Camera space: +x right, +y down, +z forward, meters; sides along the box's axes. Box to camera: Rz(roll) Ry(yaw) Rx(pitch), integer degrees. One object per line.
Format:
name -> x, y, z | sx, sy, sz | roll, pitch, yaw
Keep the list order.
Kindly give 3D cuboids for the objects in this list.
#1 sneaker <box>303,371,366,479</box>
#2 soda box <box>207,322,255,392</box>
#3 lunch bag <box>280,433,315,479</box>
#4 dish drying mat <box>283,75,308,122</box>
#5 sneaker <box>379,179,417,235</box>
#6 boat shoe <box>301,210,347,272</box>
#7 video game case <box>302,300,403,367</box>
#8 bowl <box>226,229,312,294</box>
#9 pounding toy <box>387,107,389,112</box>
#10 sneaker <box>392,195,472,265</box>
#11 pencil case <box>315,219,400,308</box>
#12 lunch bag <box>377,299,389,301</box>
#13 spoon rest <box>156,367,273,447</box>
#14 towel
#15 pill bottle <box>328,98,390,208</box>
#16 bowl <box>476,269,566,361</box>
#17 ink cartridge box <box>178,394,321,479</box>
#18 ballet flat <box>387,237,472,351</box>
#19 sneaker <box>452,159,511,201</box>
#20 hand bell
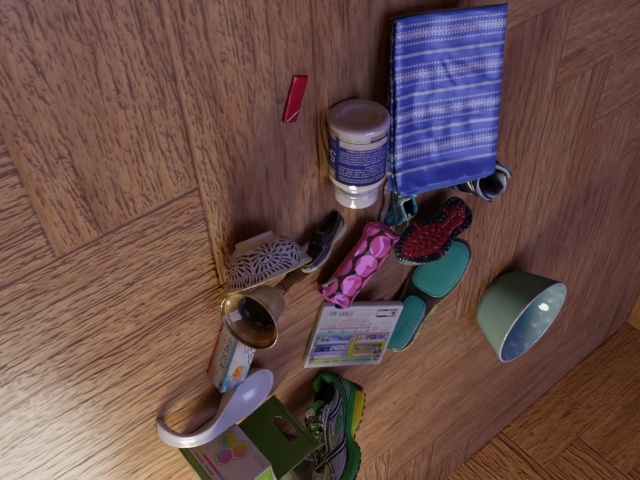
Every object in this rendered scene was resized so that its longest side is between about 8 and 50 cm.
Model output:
sneaker -> 0.010, 0.483, 1.695 | 0.146, 0.343, 0.134 | 34, 131, -25
soda box -> -0.173, 0.219, 1.408 | 0.058, 0.063, 0.183 | -8, 129, -42
lunch bag -> -0.079, 0.652, 1.758 | 0.212, 0.256, 0.305 | -49, 145, -1
dish drying mat -> -0.042, -0.238, 1.165 | 0.032, 0.008, 0.083 | -12, 131, -41
sneaker -> 0.176, -0.063, 1.515 | 0.065, 0.076, 0.166 | -31, 142, -23
boat shoe -> 0.000, 0.000, 1.389 | 0.152, 0.056, 0.049 | -56, 134, -35
video game case -> 0.078, 0.226, 1.671 | 0.213, 0.023, 0.193 | 1, 124, -25
bowl -> -0.108, 0.030, 1.260 | 0.170, 0.170, 0.080 | -25, 95, -32
pounding toy -> 0.224, -0.221, 1.401 | 0.181, 0.094, 0.206 | -55, 145, 8
sneaker -> 0.249, -0.001, 1.611 | 0.262, 0.104, 0.125 | -31, 174, -39
pencil case -> 0.079, 0.049, 1.508 | 0.098, 0.095, 0.209 | 31, 96, -39
lunch bag -> 0.145, 0.196, 1.750 | 0.083, 0.053, 0.071 | -41, 150, -50
spoon rest -> -0.211, 0.365, 1.489 | 0.276, 0.084, 0.137 | -24, 139, -31
towel -> 0.238, -0.255, 1.282 | 0.243, 0.040, 0.335 | -13, 119, -19
pill bottle -> 0.069, -0.155, 1.276 | 0.112, 0.112, 0.186 | -29, 140, -27
bowl -> 0.617, 0.219, 2.201 | 0.312, 0.163, 0.311 | -29, 140, -28
ink cartridge box -> -0.158, 0.459, 1.547 | 0.255, 0.189, 0.097 | -36, 142, -21
ballet flat -> 0.274, 0.136, 1.801 | 0.123, 0.123, 0.348 | 17, 109, -53
sneaker -> 0.367, -0.140, 1.585 | 0.101, 0.153, 0.269 | -54, 145, 8
hand bell -> -0.077, 0.092, 1.358 | 0.242, 0.126, 0.126 | -46, 153, -47
